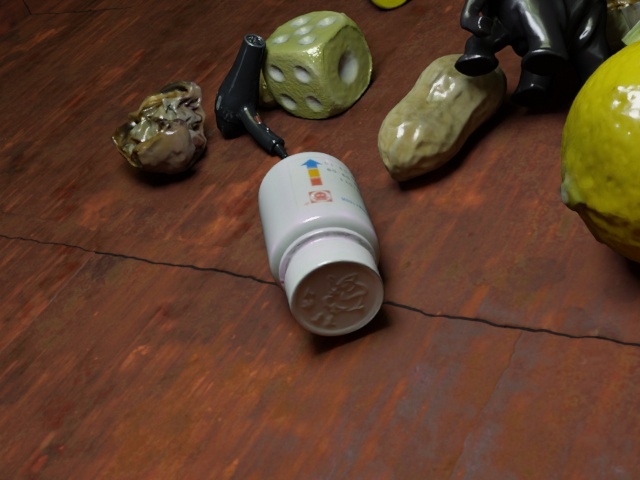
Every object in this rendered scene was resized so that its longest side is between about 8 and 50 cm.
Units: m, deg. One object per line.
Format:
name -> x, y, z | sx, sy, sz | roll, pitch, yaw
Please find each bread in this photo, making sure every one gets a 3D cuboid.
bread -> 0.529, -0.444, 1.609 | 0.210, 0.109, 0.192 | -4, 39, 25

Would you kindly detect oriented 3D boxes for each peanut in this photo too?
peanut -> 0.209, -0.226, 1.482 | 0.152, 0.152, 0.313 | 20, 56, 44
peanut -> -0.126, -0.355, 1.890 | 0.089, 0.089, 0.192 | -23, 41, 1

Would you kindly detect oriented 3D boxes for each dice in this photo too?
dice -> -0.007, -0.368, 1.764 | 0.169, 0.166, 0.169 | 12, 48, 38

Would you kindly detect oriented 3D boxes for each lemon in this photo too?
lemon -> 0.473, -0.119, 1.058 | 0.336, 0.336, 0.336 | -15, 37, 12

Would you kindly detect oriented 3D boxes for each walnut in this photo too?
walnut -> -0.330, -0.217, 1.781 | 0.204, 0.141, 0.238 | -21, 37, 23

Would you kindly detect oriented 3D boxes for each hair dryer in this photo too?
hair dryer -> -0.113, -0.259, 1.710 | 0.091, 0.235, 0.271 | -15, 53, -37

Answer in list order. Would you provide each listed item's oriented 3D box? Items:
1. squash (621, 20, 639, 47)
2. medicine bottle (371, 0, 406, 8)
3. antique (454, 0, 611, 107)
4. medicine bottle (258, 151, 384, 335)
squash -> 0.583, -0.315, 1.386 | 0.123, 0.170, 0.170 | -34, 33, 18
medicine bottle -> 0.145, -0.662, 2.091 | 0.122, 0.121, 0.212 | -24, 36, -1
antique -> 0.363, -0.381, 1.433 | 0.185, 0.322, 0.255 | -14, 64, 54
medicine bottle -> 0.000, 0.000, 1.288 | 0.170, 0.170, 0.293 | -21, 35, 4
